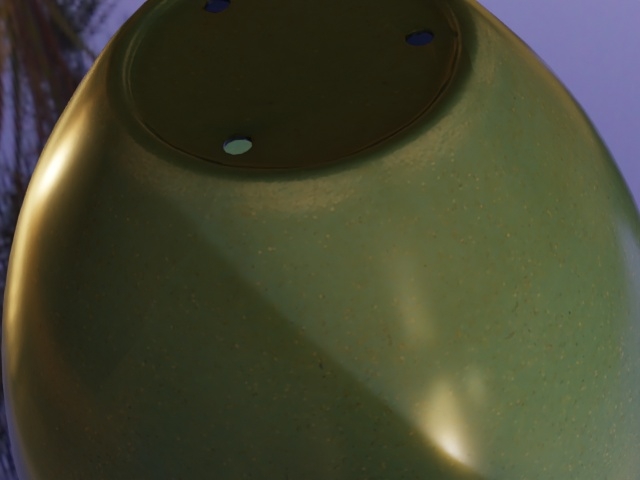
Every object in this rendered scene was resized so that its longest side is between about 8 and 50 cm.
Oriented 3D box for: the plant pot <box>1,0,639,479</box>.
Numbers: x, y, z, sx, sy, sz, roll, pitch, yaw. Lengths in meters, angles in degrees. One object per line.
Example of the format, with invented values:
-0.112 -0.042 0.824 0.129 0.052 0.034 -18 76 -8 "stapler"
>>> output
0.000 0.000 0.577 0.290 0.195 0.290 -4 -135 4 "plant pot"
